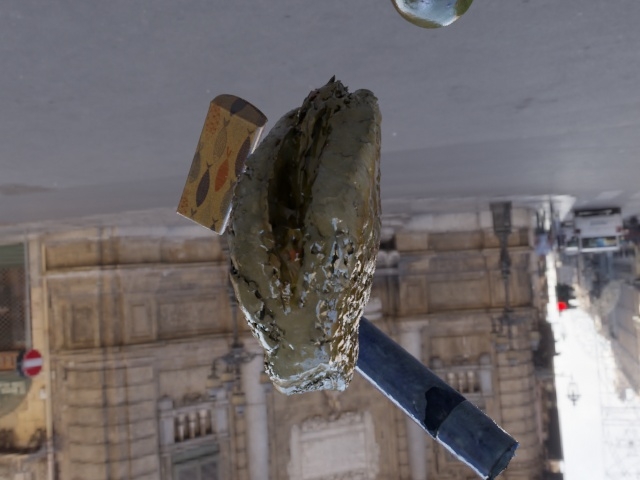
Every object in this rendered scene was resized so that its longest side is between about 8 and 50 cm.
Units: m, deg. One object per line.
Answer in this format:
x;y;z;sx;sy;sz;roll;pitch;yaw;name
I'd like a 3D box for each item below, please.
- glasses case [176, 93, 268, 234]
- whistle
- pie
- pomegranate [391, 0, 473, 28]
-0.117;-0.089;0.834;0.064;0.170;0.041;27;-142;1;glasses case
0.090;0.158;0.815;0.304;0.062;0.062;38;-158;31;whistle
0.000;0.000;0.416;0.078;0.163;0.193;0;-141;11;pie
0.212;-0.454;1.188;0.210;0.179;0.179;8;179;11;pomegranate
